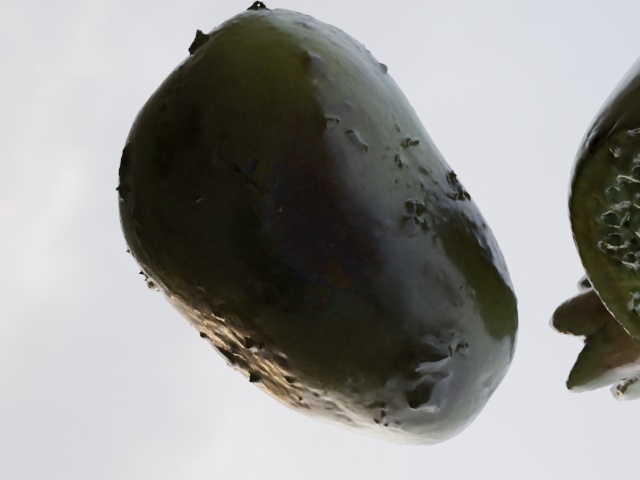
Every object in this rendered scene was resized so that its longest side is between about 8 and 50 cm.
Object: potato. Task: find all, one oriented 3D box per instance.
[{"bbox_3d":[0.000,0.000,1.150,0.210,0.307,0.173,-41,180,1],"label":"potato"}]

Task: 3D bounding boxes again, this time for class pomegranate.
[{"bbox_3d":[0.300,-0.013,1.163,0.358,0.310,0.216,-34,-163,55],"label":"pomegranate"}]
